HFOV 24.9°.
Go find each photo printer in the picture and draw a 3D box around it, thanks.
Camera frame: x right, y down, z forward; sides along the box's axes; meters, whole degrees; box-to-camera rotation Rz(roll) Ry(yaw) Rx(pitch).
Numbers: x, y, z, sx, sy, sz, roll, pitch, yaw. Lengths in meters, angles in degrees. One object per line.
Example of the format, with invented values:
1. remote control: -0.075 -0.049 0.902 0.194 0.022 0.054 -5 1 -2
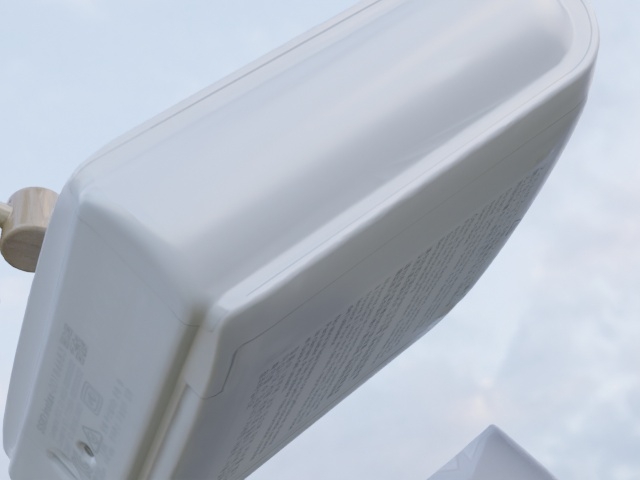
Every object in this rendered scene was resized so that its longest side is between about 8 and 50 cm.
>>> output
1. photo printer: 0.000 0.000 0.707 0.307 0.107 0.256 -35 -19 -36

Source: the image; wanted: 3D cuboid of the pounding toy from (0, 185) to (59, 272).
1. pounding toy: -0.228 -0.008 0.774 0.206 0.094 0.181 -8 -52 8

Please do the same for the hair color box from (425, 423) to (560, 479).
1. hair color box: 0.134 0.267 0.714 0.185 0.374 0.113 -36 -55 -10
